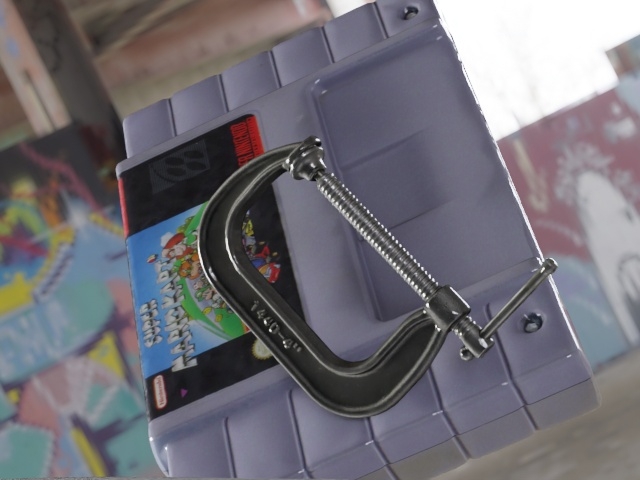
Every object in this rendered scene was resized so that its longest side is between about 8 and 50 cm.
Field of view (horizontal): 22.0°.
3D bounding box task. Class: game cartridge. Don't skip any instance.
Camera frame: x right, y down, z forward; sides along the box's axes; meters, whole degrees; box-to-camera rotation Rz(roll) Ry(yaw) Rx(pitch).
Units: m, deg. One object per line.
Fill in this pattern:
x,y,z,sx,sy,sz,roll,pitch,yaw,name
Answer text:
0.000,0.000,0.941,0.230,0.068,0.355,-21,41,5,game cartridge

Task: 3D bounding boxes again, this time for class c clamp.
0.017,0.011,0.794,0.137,0.161,0.022,-56,-17,25,c clamp

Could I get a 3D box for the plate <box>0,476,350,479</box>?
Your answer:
-0.169,0.137,0.617,0.277,0.045,0.278,-7,2,37,plate
